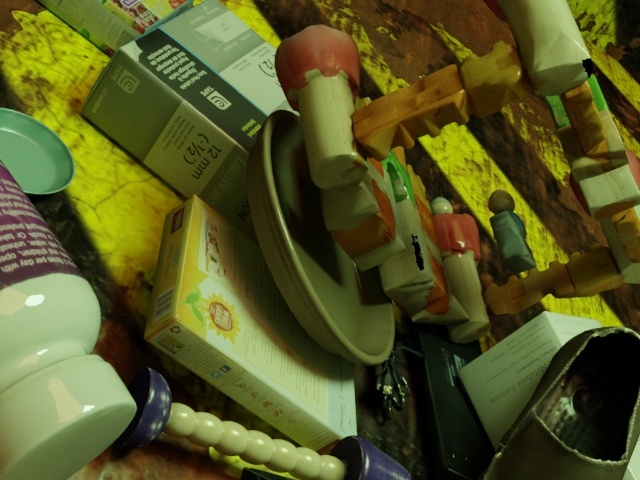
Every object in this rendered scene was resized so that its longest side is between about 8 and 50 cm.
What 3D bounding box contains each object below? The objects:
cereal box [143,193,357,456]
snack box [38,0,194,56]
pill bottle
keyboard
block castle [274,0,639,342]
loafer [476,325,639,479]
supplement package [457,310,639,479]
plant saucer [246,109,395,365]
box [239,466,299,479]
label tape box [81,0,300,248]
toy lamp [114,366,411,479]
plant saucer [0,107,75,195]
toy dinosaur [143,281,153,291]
[{"bbox_3d":[-0.058,0.086,0.939,0.240,0.047,0.173,41,29,-29],"label":"cereal box"},{"bbox_3d":[-0.285,-0.337,1.253,0.207,0.070,0.174,35,33,-4],"label":"snack box"},{"bbox_3d":[-0.270,0.040,0.713,0.301,0.169,0.169,50,33,16],"label":"pill bottle"},{"bbox_3d":[0.126,0.146,1.123,0.202,0.033,0.317,31,32,-28],"label":"keyboard"},{"bbox_3d":[0.173,-0.094,1.046,0.453,0.303,0.212,46,27,-50],"label":"block castle"},{"bbox_3d":[0.208,0.221,0.896,0.134,0.130,0.366,21,64,16],"label":"loafer"},{"bbox_3d":[0.285,0.220,1.071,0.134,0.139,0.244,11,46,-47],"label":"supplement package"},{"bbox_3d":[0.000,0.000,0.992,0.278,0.041,0.277,55,23,-36],"label":"plant saucer"},{"bbox_3d":[0.032,0.248,0.768,0.180,0.147,0.077,21,79,-21],"label":"box"},{"bbox_3d":[-0.072,-0.121,1.169,0.348,0.115,0.249,38,33,-1],"label":"label tape box"},{"bbox_3d":[-0.041,0.187,0.856,0.275,0.080,0.080,24,35,-25],"label":"toy lamp"},{"bbox_3d":[-0.305,-0.084,0.967,0.119,0.021,0.119,28,33,-20],"label":"plant saucer"},{"bbox_3d":[-0.127,0.056,0.956,0.090,0.047,0.082,40,33,-2],"label":"toy dinosaur"}]
